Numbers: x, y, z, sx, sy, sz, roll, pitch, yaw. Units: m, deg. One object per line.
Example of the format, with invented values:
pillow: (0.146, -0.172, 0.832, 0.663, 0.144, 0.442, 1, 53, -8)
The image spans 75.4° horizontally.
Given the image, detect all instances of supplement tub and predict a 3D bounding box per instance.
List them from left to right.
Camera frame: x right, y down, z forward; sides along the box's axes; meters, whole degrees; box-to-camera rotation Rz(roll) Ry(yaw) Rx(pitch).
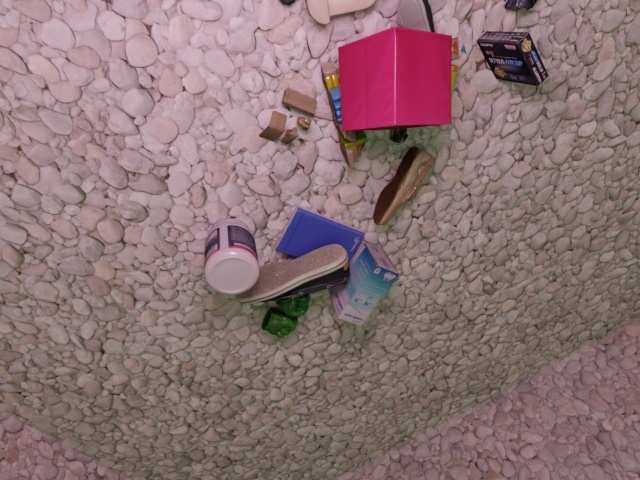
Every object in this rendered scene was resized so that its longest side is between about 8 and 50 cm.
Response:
supplement tub: (-0.330, 0.053, 1.529, 0.191, 0.272, 0.191, -6, 122, -10)

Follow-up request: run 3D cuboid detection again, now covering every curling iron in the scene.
curling iron: (0.295, -0.484, 1.506, 0.068, 0.035, 0.273, -10, 123, -13)

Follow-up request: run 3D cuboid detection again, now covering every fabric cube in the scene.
fabric cube: (0.228, -0.480, 1.284, 0.254, 0.259, 0.257, -13, 106, -33)

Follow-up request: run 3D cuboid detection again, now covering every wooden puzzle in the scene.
wooden puzzle: (0.453, -0.666, 1.449, 0.117, 0.014, 0.078, -23, 123, 0)

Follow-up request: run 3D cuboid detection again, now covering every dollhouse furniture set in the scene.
dollhouse furniture set: (-0.114, -0.424, 1.443, 0.144, 0.123, 0.151, 16, 80, -22)

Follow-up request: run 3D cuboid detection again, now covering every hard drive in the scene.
hard drive: (0.000, 0.000, 1.719, 0.319, 0.040, 0.210, 20, 114, -24)

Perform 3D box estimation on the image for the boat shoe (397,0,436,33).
boat shoe: (0.330, -0.678, 1.356, 0.115, 0.091, 0.302, 10, 149, 26)

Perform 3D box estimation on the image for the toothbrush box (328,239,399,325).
toothbrush box: (0.174, 0.178, 1.767, 0.126, 0.216, 0.295, 22, 114, -24)

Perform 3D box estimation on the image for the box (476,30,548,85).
box: (0.647, -0.619, 1.403, 0.051, 0.220, 0.175, -43, 121, 7)

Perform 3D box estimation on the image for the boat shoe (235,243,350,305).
boat shoe: (-0.109, 0.168, 1.689, 0.501, 0.186, 0.156, -20, 129, 8)

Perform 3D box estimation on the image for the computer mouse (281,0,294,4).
computer mouse: (-0.066, -0.821, 1.216, 0.071, 0.041, 0.242, 18, 108, -21)

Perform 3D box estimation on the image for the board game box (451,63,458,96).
board game box: (0.429, -0.540, 1.501, 0.092, 0.043, 0.181, -4, 121, -12)

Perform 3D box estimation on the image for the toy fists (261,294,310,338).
toy fists: (-0.144, 0.322, 1.845, 0.142, 0.096, 0.279, 21, 112, -25)

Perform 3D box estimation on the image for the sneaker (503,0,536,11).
sneaker: (0.644, -0.854, 1.341, 0.226, 0.086, 0.163, 27, 108, -28)

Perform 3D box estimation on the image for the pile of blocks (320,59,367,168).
pile of blocks: (0.104, -0.434, 1.420, 0.113, 0.149, 0.362, -20, 123, -1)

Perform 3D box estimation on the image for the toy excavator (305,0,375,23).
toy excavator: (0.210, -0.823, 1.195, 0.434, 0.222, 0.444, 8, 126, -17)

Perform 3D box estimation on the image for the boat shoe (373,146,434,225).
boat shoe: (0.330, -0.195, 1.637, 0.110, 0.121, 0.341, 21, 112, -24)
